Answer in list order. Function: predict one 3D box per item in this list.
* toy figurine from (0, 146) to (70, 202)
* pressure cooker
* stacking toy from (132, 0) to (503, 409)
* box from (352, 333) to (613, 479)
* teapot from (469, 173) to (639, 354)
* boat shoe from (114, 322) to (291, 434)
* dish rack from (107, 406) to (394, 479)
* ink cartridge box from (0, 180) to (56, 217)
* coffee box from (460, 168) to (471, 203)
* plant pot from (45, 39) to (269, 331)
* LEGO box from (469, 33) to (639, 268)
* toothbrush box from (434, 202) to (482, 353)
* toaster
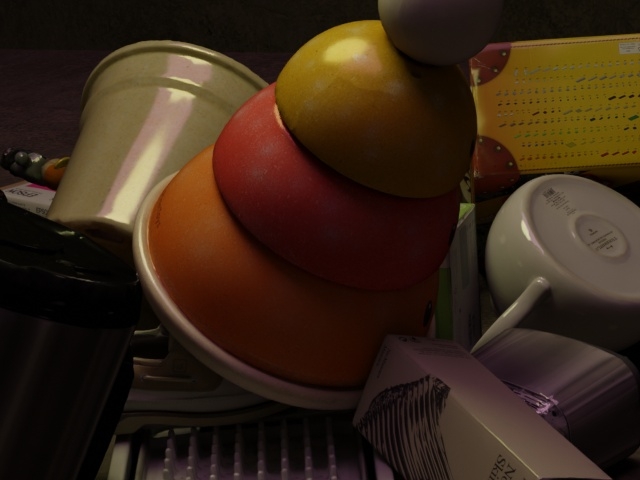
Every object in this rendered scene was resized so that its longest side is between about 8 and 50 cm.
[{"bbox_3d":[-0.454,-0.023,2.349,0.148,0.209,0.213,18,28,39],"label":"toy figurine"},{"bbox_3d":[-0.393,0.159,1.440,0.375,0.420,0.370,23,4,13],"label":"pressure cooker"},{"bbox_3d":[0.043,-0.094,1.583,0.350,0.480,0.350,18,39,-15],"label":"stacking toy"},{"bbox_3d":[0.146,0.200,1.504,0.094,0.113,0.275,9,19,-33],"label":"box"},{"bbox_3d":[0.296,0.058,1.940,0.256,0.187,0.252,14,42,-19],"label":"teapot"},{"bbox_3d":[-0.145,0.135,1.682,0.302,0.103,0.113,-8,16,-15],"label":"boat shoe"},{"bbox_3d":[-0.071,0.239,1.625,0.285,0.072,0.333,-4,17,-1],"label":"dish rack"},{"bbox_3d":[-0.410,-0.051,2.633,0.235,0.088,0.193,12,23,42],"label":"ink cartridge box"},{"bbox_3d":[0.291,-0.110,2.497,0.297,0.168,0.119,6,20,33],"label":"coffee box"},{"bbox_3d":[-0.221,-0.041,2.096,0.334,0.334,0.305,2,42,22],"label":"plant pot"},{"bbox_3d":[0.451,-0.119,2.147,0.500,0.193,0.372,-3,-20,5],"label":"LEGO box"},{"bbox_3d":[0.045,0.062,1.936,0.283,0.206,0.122,1,18,22],"label":"toothbrush box"},{"bbox_3d":[0.229,0.180,1.644,0.146,0.129,0.227,-24,28,-39],"label":"toaster"}]
